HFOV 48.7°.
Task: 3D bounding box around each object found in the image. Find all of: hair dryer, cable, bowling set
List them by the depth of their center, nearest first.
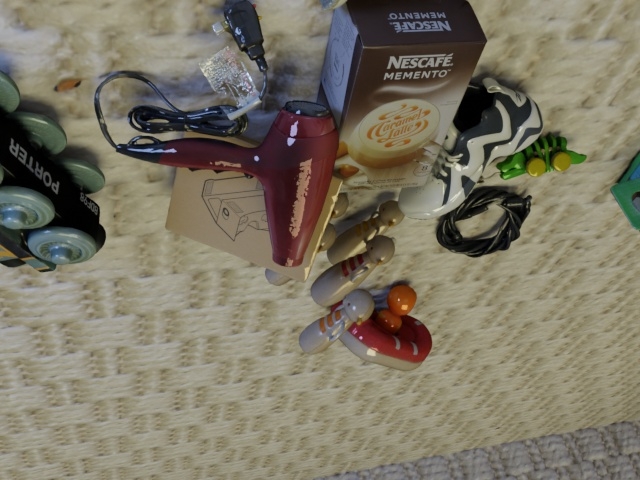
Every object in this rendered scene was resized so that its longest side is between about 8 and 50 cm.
[{"bbox_3d":[-0.089,-0.098,0.800,0.224,0.080,0.293,-27,105,20],"label":"hair dryer"},{"bbox_3d":[0.000,0.000,1.004,0.200,0.287,0.154,41,121,-17],"label":"bowling set"},{"bbox_3d":[0.273,-0.020,1.211,0.151,0.047,0.184,-5,148,-16],"label":"cable"}]

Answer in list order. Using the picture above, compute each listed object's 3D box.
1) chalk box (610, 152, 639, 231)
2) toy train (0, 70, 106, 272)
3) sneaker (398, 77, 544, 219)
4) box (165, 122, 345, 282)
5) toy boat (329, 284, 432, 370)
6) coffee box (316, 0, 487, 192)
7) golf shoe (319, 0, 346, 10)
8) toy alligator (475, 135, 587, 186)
[{"bbox_3d":[0.618,-0.082,1.136,0.289,0.180,0.179,-8,149,-14],"label":"chalk box"},{"bbox_3d":[-0.376,-0.067,0.777,0.190,0.142,0.334,-8,152,11],"label":"toy train"},{"bbox_3d":[0.169,-0.128,0.946,0.235,0.094,0.153,-34,143,28],"label":"sneaker"},{"bbox_3d":[-0.087,-0.046,0.889,0.201,0.021,0.164,21,122,2],"label":"box"},{"bbox_3d":[0.135,0.154,1.373,0.231,0.151,0.151,23,103,-46],"label":"toy boat"},{"bbox_3d":[0.077,-0.169,0.831,0.141,0.098,0.246,-7,148,-13],"label":"coffee box"},{"bbox_3d":[0.057,-0.287,0.670,0.086,0.069,0.176,-2,148,-33],"label":"golf shoe"},{"bbox_3d":[0.306,-0.123,1.061,0.190,0.056,0.051,-12,107,-3],"label":"toy alligator"}]
